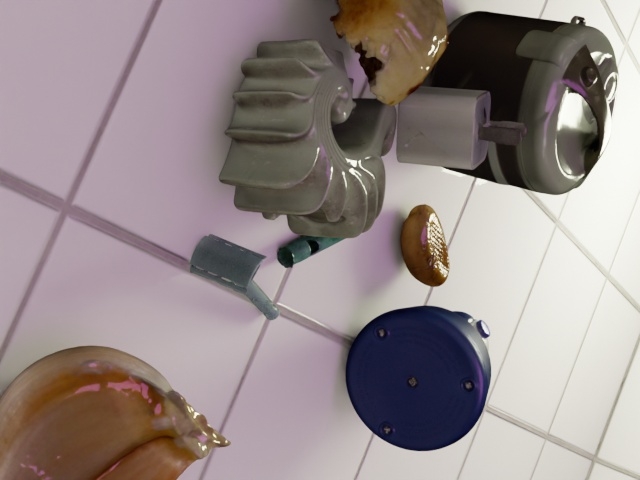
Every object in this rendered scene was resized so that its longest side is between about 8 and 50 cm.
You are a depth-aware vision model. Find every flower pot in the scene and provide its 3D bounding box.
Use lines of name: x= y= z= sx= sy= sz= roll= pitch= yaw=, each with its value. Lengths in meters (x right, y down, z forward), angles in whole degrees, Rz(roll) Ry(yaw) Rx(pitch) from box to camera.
flower pot: x=0.001 y=-0.138 z=1.566 sx=0.367 sy=0.164 sz=0.254 roll=26 pitch=71 yaw=-60

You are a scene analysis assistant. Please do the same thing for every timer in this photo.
timer: x=0.234 y=0.234 z=2.031 sx=0.383 sy=0.270 sz=0.270 roll=-20 pitch=122 yaw=-67

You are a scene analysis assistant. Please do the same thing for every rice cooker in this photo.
rice cooker: x=0.377 y=-0.249 z=1.895 sx=0.335 sy=0.325 sz=0.335 roll=-28 pitch=126 yaw=-46

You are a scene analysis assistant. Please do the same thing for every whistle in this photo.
whistle: x=0.000 y=0.000 z=1.738 sx=0.186 sy=0.039 sz=0.039 roll=-26 pitch=125 yaw=-47

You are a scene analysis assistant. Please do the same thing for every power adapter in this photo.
power adapter: x=0.243 y=-0.188 z=1.721 sx=0.130 sy=0.205 sz=0.125 roll=-33 pitch=128 yaw=-63

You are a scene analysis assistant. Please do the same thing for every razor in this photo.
razor: x=-0.109 y=0.076 z=1.591 sx=0.068 sy=0.106 sz=0.232 roll=-61 pitch=154 yaw=-15

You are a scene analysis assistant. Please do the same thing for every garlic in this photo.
garlic: x=-0.297 y=0.293 z=1.311 sx=0.313 sy=0.249 sz=0.286 roll=-41 pitch=156 yaw=-9

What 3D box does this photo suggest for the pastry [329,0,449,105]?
pastry: x=0.113 y=-0.342 z=1.555 sx=0.237 sy=0.170 sz=0.256 roll=29 pitch=38 yaw=-57

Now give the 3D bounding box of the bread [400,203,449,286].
bread: x=0.200 y=0.012 z=1.991 sx=0.114 sy=0.077 sz=0.189 roll=-68 pitch=150 yaw=-42
